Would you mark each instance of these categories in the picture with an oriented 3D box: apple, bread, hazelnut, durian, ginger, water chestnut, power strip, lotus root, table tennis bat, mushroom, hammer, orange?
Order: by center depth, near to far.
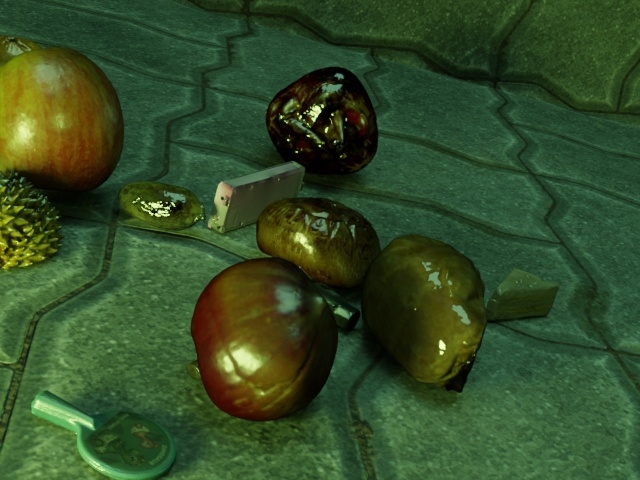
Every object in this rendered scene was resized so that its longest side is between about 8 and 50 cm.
[{"bbox_3d":[-0.281,0.248,1.167,0.201,0.033,0.124,25,24,7],"label":"table tennis bat"},{"bbox_3d":[-0.075,0.134,1.292,0.229,0.230,0.229,13,25,-6],"label":"hazelnut"},{"bbox_3d":[-0.079,0.155,1.482,0.111,0.044,0.365,31,31,27],"label":"hammer"},{"bbox_3d":[-0.529,-0.046,1.527,0.183,0.138,0.250,7,18,2],"label":"durian"},{"bbox_3d":[0.170,0.108,1.527,0.222,0.201,0.269,21,25,6],"label":"ginger"},{"bbox_3d":[-0.507,-0.230,1.699,0.301,0.302,0.301,13,25,-6],"label":"apple"},{"bbox_3d":[0.000,0.000,1.726,0.253,0.153,0.253,19,15,-5],"label":"mushroom"},{"bbox_3d":[-0.306,-0.068,1.746,0.179,0.089,0.080,13,-19,3],"label":"lotus root"},{"bbox_3d":[0.395,0.121,1.785,0.105,0.077,0.152,24,27,19],"label":"bread"},{"bbox_3d":[-0.127,-0.092,1.879,0.037,0.109,0.279,31,28,24],"label":"power strip"},{"bbox_3d":[-0.721,-0.402,2.135,0.177,0.155,0.177,23,14,-6],"label":"orange"},{"bbox_3d":[0.008,-0.274,2.197,0.289,0.289,0.244,17,59,3],"label":"water chestnut"}]
